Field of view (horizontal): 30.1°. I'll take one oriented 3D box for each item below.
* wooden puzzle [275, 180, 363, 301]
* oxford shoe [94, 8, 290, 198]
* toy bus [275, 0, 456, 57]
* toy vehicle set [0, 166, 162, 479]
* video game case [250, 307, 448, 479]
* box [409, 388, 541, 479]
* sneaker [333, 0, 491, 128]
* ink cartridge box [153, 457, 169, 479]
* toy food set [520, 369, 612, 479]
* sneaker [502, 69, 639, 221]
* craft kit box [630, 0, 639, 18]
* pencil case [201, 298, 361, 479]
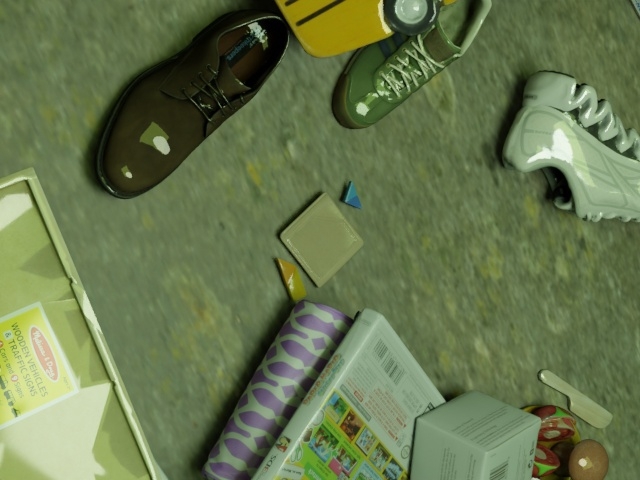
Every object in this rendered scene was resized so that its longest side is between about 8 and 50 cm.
[{"bbox_3d":[0.000,0.000,1.161,0.116,0.014,0.079,-37,111,-22],"label":"wooden puzzle"},{"bbox_3d":[-0.113,-0.129,1.055,0.083,0.096,0.227,46,73,-22],"label":"oxford shoe"},{"bbox_3d":[0.118,-0.281,1.068,0.332,0.108,0.130,-28,102,12],"label":"toy bus"},{"bbox_3d":[-0.241,0.099,0.879,0.166,0.035,0.267,-23,96,-24],"label":"toy vehicle set"},{"bbox_3d":[0.036,0.202,1.118,0.206,0.026,0.227,-56,141,-16],"label":"video game case"},{"bbox_3d":[0.151,0.219,1.171,0.102,0.087,0.101,-18,120,-46],"label":"box"},{"bbox_3d":[0.095,-0.187,1.166,0.192,0.086,0.064,-47,110,-19],"label":"sneaker"},{"bbox_3d":[-0.235,0.165,0.973,0.128,0.127,0.176,-37,104,-23],"label":"ink cartridge box"},{"bbox_3d":[0.242,0.246,1.255,0.128,0.071,0.218,42,72,-22],"label":"toy food set"},{"bbox_3d":[0.319,-0.063,1.283,0.292,0.110,0.118,31,84,-16],"label":"sneaker"},{"bbox_3d":[0.451,-0.337,1.371,0.250,0.061,0.247,-41,111,-21],"label":"craft kit box"},{"bbox_3d":[-0.028,0.153,1.108,0.088,0.086,0.206,40,75,-31],"label":"pencil case"}]
